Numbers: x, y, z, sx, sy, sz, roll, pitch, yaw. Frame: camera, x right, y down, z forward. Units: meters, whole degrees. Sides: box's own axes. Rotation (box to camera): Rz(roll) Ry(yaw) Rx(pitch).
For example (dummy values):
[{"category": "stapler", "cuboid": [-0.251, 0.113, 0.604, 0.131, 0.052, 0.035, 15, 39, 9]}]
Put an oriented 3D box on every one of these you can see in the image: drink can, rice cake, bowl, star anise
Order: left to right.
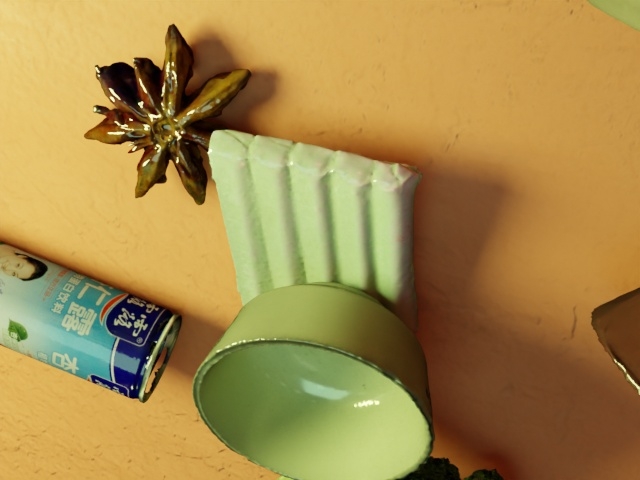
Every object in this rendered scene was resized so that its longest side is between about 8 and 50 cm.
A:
[{"category": "drink can", "cuboid": [-0.260, 0.071, 1.011, 0.235, 0.097, 0.097, 23, 122, 2]}, {"category": "star anise", "cuboid": [-0.127, -0.102, 0.897, 0.167, 0.057, 0.168, 8, 121, 13]}, {"category": "rice cake", "cuboid": [0.000, 0.000, 0.907, 0.189, 0.037, 0.198, 10, 134, 8]}, {"category": "bowl", "cuboid": [0.002, 0.113, 0.909, 0.211, 0.112, 0.211, 8, 137, 8]}]

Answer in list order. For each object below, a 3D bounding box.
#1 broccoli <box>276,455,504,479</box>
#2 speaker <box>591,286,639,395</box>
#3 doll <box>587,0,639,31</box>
[{"category": "broccoli", "cuboid": [0.060, 0.335, 0.997, 0.275, 0.307, 0.308, 27, 130, 41]}, {"category": "speaker", "cuboid": [0.346, -0.024, 0.793, 0.259, 0.198, 0.329, 44, 112, 35]}, {"category": "doll", "cuboid": [0.279, -0.265, 0.603, 0.226, 0.215, 0.370, 40, 125, 10]}]
